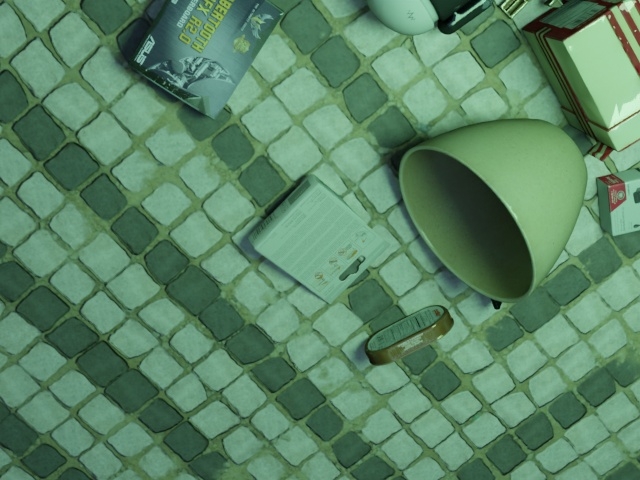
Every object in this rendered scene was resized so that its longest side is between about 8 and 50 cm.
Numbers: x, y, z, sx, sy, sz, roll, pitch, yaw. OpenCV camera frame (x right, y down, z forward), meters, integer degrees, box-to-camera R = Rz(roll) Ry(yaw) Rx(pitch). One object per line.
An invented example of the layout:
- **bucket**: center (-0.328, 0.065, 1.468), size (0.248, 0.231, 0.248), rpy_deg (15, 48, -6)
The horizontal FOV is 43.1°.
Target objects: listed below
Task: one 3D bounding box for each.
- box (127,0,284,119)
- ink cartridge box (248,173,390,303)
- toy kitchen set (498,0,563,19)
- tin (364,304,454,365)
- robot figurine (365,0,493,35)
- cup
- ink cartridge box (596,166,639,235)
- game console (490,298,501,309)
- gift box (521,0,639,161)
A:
- **box**: center (-0.201, -0.358, 1.429), size (0.183, 0.056, 0.231), rpy_deg (33, 104, -14)
- **ink cartridge box**: center (0.000, 0.000, 1.589), size (0.181, 0.056, 0.225), rpy_deg (-45, 126, 11)
- **toy kitchen set**: center (0.377, -0.419, 1.443), size (0.068, 0.083, 0.075), rpy_deg (42, 101, -16)
- **tin**: center (0.176, 0.189, 1.630), size (0.190, 0.106, 0.040), rpy_deg (-27, 109, 4)
- **robot figurine**: center (0.199, -0.473, 1.365), size (0.278, 0.173, 0.209), rpy_deg (-38, 85, 9)
- **cup**: center (0.338, -0.089, 1.464), size (0.237, 0.331, 0.331), rpy_deg (-36, 111, -19)
- **ink cartridge box**: center (0.631, -0.083, 1.595), size (0.150, 0.063, 0.109), rpy_deg (-13, 110, 0)
- **game console**: center (0.373, 0.060, 1.622), size (0.071, 0.107, 0.122), rpy_deg (-12, 112, 30)
- **gift box**: center (0.527, -0.301, 1.404), size (0.255, 0.276, 0.258), rpy_deg (-31, 111, 12)
